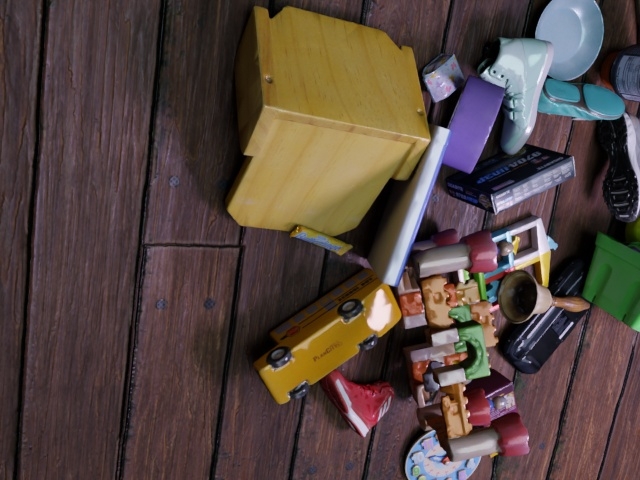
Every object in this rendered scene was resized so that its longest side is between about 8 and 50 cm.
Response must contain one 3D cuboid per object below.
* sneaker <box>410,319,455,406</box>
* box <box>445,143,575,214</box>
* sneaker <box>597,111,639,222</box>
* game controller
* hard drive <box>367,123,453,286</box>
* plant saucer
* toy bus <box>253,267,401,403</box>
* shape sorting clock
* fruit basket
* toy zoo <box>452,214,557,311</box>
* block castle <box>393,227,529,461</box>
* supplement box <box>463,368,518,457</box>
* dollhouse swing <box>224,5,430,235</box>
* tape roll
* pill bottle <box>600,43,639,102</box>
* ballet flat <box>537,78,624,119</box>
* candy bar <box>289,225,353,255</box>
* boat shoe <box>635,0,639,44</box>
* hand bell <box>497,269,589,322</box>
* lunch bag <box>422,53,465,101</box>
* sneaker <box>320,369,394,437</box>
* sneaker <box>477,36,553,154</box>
[{"bbox_3d":[0.290,0.298,1.827,0.092,0.088,0.225,21,97,-31],"label":"sneaker"},{"bbox_3d":[0.414,-0.139,1.692,0.220,0.175,0.051,-25,115,-16],"label":"box"},{"bbox_3d":[0.742,-0.180,1.852,0.107,0.100,0.272,-4,90,-34],"label":"sneaker"},{"bbox_3d":[0.592,0.195,1.962,0.319,0.067,0.166,-49,134,-3],"label":"game controller"},{"bbox_3d":[0.178,-0.082,1.579,0.040,0.210,0.319,17,99,-8],"label":"hard drive"},{"bbox_3d":[0.548,-0.459,1.729,0.194,0.037,0.195,-8,110,-24],"label":"plant saucer"},{"bbox_3d":[0.010,0.199,1.636,0.332,0.130,0.108,-33,118,-12],"label":"toy bus"},{"bbox_3d":[0.310,0.548,1.930,0.206,0.040,0.206,-5,111,-12],"label":"shape sorting clock"},{"bbox_3d":[0.860,0.047,1.917,0.391,0.283,0.392,-16,123,-26],"label":"fruit basket"},{"bbox_3d":[0.452,0.061,1.858,0.293,0.030,0.193,-20,114,-18],"label":"toy zoo"},{"bbox_3d":[0.304,0.207,1.625,0.212,0.303,0.454,-11,93,-7],"label":"block castle"},{"bbox_3d":[0.433,0.435,1.943,0.104,0.081,0.188,-23,116,-17],"label":"supplement box"},{"bbox_3d":[-0.018,-0.221,1.526,0.346,0.305,0.315,6,63,-26],"label":"dollhouse swing"},{"bbox_3d":[0.308,-0.239,1.594,0.080,0.189,0.189,21,98,4],"label":"tape roll"},{"bbox_3d":[0.747,-0.373,1.732,0.130,0.245,0.131,-7,110,-21],"label":"pill bottle"},{"bbox_3d":[0.578,-0.317,1.767,0.247,0.087,0.083,6,73,-25],"label":"ballet flat"},{"bbox_3d":[0.000,0.000,1.608,0.040,0.018,0.161,-34,143,33],"label":"candy bar"},{"bbox_3d":[0.819,-0.468,1.816,0.110,0.104,0.307,-32,117,-13],"label":"boat shoe"},{"bbox_3d":[0.557,0.146,1.854,0.241,0.126,0.126,9,102,-31],"label":"hand bell"},{"bbox_3d":[0.252,-0.342,1.619,0.083,0.053,0.071,-44,122,-18],"label":"lunch bag"},{"bbox_3d":[0.088,0.338,1.759,0.128,0.087,0.221,-40,131,-18],"label":"sneaker"},{"bbox_3d":[0.397,-0.318,1.681,0.151,0.094,0.256,6,111,-14],"label":"sneaker"}]
